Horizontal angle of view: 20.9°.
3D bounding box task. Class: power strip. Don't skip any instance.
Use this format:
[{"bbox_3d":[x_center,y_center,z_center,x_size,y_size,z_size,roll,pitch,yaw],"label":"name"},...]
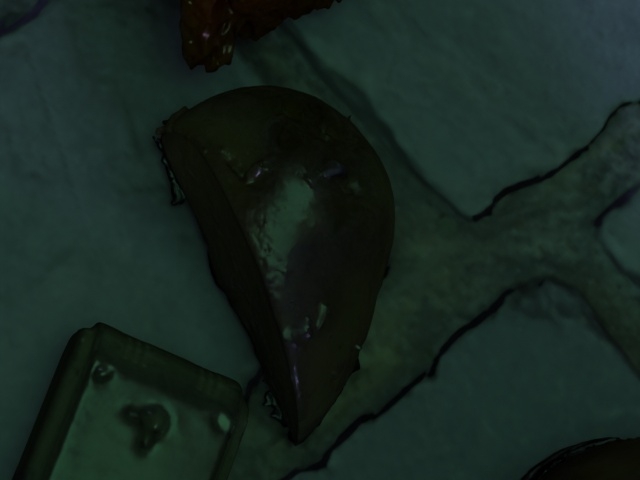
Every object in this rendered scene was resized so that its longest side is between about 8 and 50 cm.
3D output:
[{"bbox_3d":[-0.136,0.227,0.754,0.092,0.066,0.387,24,72,-12],"label":"power strip"}]

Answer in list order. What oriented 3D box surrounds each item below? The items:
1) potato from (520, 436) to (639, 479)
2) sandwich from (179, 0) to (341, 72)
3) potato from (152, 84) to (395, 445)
[{"bbox_3d":[0.199,0.190,0.752,0.229,0.266,0.229,2,83,-16],"label":"potato"},{"bbox_3d":[-0.009,-0.180,0.803,0.160,0.185,0.109,-32,82,-22],"label":"sandwich"},{"bbox_3d":[0.000,0.000,0.818,0.101,0.089,0.172,-19,84,-21],"label":"potato"}]
